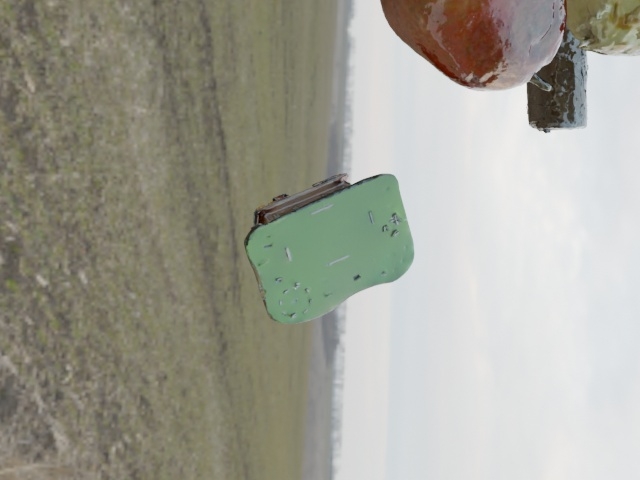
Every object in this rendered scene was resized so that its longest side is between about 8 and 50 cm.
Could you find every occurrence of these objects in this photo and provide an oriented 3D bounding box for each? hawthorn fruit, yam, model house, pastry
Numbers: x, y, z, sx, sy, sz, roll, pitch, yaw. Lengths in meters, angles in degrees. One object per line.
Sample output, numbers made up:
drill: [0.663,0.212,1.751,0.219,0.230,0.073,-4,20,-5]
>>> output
hawthorn fruit: [0.203,-0.288,1.098,0.261,0.224,0.224,61,9,-12]
yam: [0.464,-0.354,1.749,0.131,0.131,0.279,0,89,-88]
model house: [-0.001,0.000,1.591,0.154,0.294,0.207,38,-32,61]
pastry: [0.521,-0.376,1.394,0.237,0.256,0.170,156,-72,-63]
